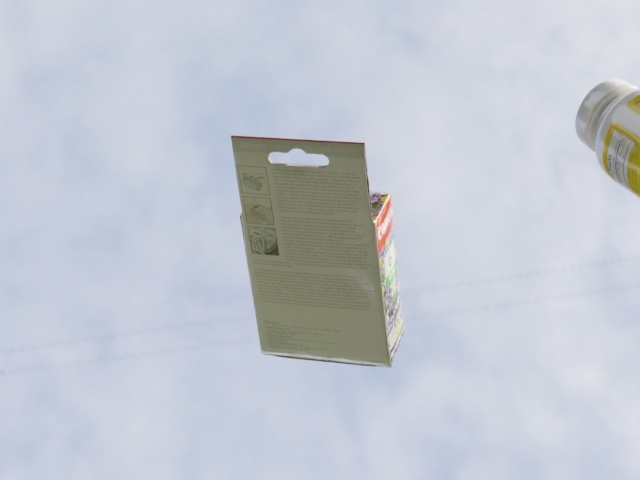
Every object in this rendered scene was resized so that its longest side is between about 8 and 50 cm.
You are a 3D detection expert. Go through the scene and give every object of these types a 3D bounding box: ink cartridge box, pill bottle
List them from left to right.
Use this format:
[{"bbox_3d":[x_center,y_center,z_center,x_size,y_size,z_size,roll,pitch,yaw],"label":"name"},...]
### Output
[{"bbox_3d":[0.000,0.000,0.691,0.062,0.029,0.115,4,-56,18],"label":"ink cartridge box"},{"bbox_3d":[0.206,-0.054,0.953,0.065,0.116,0.065,-17,-54,-25],"label":"pill bottle"}]
